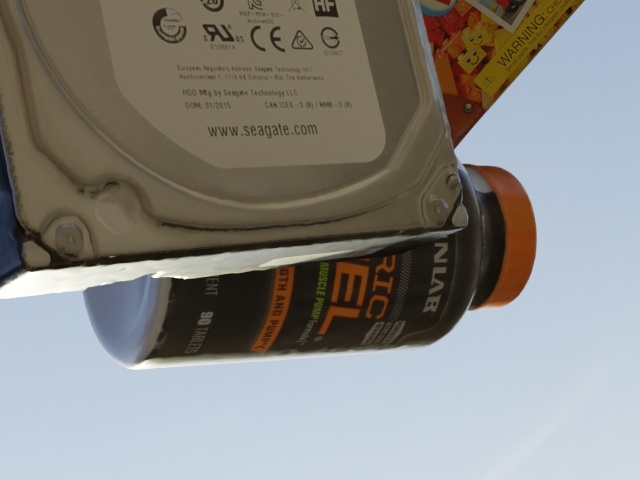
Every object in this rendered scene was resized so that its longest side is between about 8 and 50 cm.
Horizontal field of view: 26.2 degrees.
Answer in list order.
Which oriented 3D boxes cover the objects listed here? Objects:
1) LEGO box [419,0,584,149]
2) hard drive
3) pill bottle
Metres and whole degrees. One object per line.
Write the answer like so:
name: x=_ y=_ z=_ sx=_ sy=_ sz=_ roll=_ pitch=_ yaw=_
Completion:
LEGO box: x=0.118 y=-0.380 z=1.233 sx=0.500 sy=0.372 sz=0.193 roll=-50 pitch=12 yaw=-1
hard drive: x=-0.068 y=-0.153 z=0.621 sx=0.237 sy=0.338 sz=0.064 roll=-5 pitch=-13 yaw=-38
pill bottle: x=0.000 y=0.000 z=0.768 sx=0.246 sy=0.130 sz=0.130 roll=-2 pitch=-49 yaw=-30
